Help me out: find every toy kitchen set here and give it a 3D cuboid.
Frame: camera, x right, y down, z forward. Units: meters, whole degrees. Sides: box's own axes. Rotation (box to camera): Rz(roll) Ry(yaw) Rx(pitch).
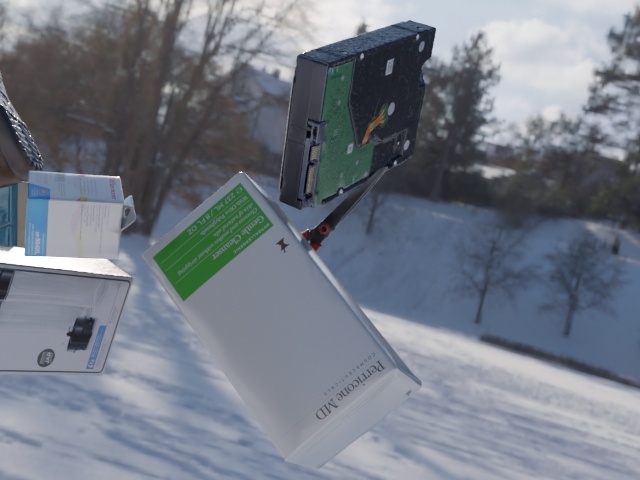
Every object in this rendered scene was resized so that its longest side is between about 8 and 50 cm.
[{"bbox_3d":[-0.589,-0.025,1.642,0.207,0.122,0.166,-13,-14,42],"label":"toy kitchen set"}]

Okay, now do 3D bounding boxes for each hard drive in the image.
[{"bbox_3d":[0.061,-0.203,1.580,0.064,0.236,0.339,22,30,25],"label":"hard drive"}]

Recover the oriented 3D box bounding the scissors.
[{"bbox_3d":[0.000,0.000,1.525,0.297,0.109,0.021,-29,6,18],"label":"scissors"}]

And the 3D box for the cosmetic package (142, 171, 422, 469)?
[{"bbox_3d":[-0.054,0.110,1.392,0.365,0.197,0.155,50,2,25],"label":"cosmetic package"}]

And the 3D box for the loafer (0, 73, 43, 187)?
[{"bbox_3d":[-0.551,-0.222,1.525,0.366,0.130,0.134,58,-2,25],"label":"loafer"}]

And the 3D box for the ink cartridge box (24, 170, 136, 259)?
[{"bbox_3d":[-0.328,-0.033,1.378,0.143,0.089,0.092,4,26,-16],"label":"ink cartridge box"}]

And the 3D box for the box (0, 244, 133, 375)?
[{"bbox_3d":[-0.426,0.101,1.428,0.290,0.169,0.087,11,13,-46],"label":"box"}]
